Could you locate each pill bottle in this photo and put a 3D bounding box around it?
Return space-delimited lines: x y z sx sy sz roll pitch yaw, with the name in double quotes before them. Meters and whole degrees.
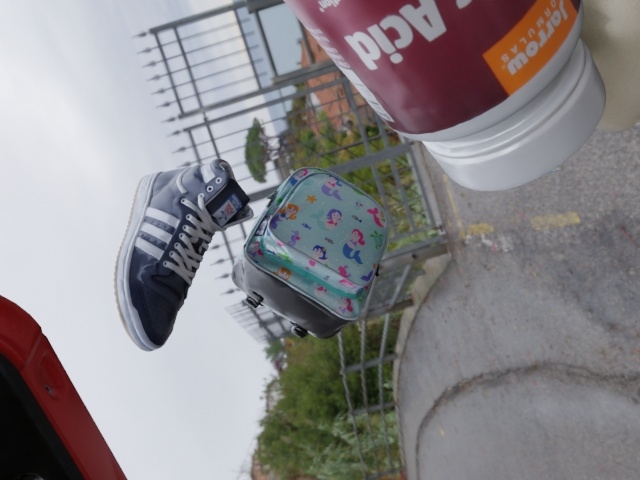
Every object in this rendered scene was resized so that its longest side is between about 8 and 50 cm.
"pill bottle" 0.101 -0.236 0.554 0.392 0.224 0.224 42 -164 -33

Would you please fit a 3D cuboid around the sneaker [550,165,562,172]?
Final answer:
"sneaker" 0.388 -0.200 0.931 0.087 0.228 0.092 33 176 -27

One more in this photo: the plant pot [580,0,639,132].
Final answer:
"plant pot" 0.317 -0.292 0.748 0.284 0.191 0.284 10 -90 -82

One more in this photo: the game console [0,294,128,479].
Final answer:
"game console" -0.314 0.238 0.425 0.060 0.342 0.386 -125 17 -63

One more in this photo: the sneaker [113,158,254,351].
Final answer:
"sneaker" -0.173 0.003 0.784 0.099 0.153 0.282 61 -160 -50

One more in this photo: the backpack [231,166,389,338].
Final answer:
"backpack" 0.000 0.000 0.975 0.191 0.225 0.253 -54 6 47
